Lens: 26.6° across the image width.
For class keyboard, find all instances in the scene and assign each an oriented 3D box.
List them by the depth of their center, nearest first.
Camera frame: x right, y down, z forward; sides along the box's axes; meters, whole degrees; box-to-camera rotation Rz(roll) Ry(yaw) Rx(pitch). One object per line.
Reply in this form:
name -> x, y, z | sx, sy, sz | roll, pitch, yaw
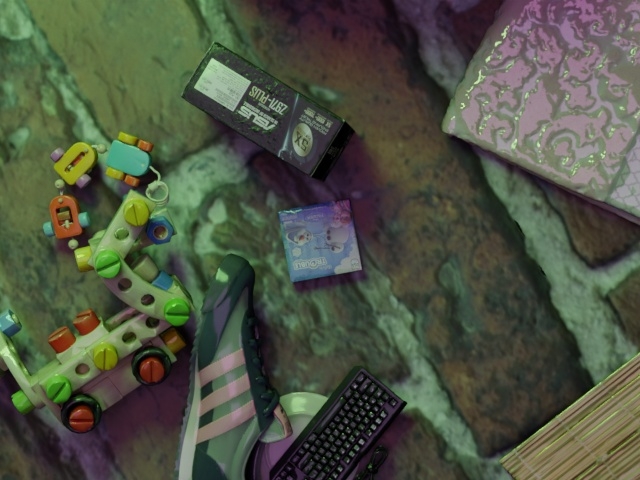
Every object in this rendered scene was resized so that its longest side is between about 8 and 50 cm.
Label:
keyboard -> 0.030, 0.251, 1.635 | 0.108, 0.023, 0.180 | 39, 94, 4

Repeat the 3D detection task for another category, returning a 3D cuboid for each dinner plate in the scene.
dinner plate -> -0.021, 0.257, 1.660 | 0.141, 0.017, 0.141 | 0, 90, 5

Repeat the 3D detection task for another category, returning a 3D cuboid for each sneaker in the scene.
sneaker -> -0.088, 0.178, 1.619 | 0.131, 0.112, 0.318 | 10, 99, 13

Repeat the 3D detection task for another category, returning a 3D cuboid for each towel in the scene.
towel -> 0.352, -0.211, 1.603 | 0.317, 0.053, 0.331 | 27, 92, 5

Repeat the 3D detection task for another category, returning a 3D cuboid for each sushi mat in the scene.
sushi mat -> 0.383, 0.226, 1.615 | 0.316, 0.019, 0.151 | -38, 85, 4

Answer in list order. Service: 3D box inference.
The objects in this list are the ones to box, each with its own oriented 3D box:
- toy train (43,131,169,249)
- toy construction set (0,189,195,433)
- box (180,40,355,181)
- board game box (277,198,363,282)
toy train -> -0.269, -0.066, 1.673 | 0.166, 0.046, 0.125 | -18, 91, 8
toy construction set -> -0.288, 0.098, 1.620 | 0.328, 0.151, 0.215 | -29, 112, 13
box -> -0.059, -0.149, 1.597 | 0.180, 0.147, 0.077 | 32, 93, 4
board game box -> 0.000, 0.000, 1.655 | 0.090, 0.020, 0.090 | -11, 90, 6
